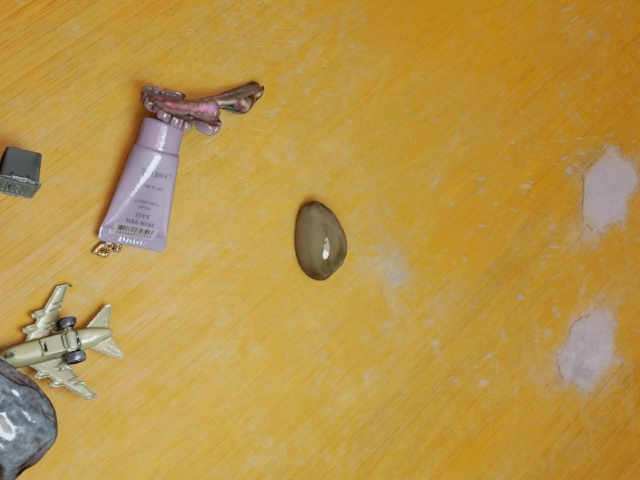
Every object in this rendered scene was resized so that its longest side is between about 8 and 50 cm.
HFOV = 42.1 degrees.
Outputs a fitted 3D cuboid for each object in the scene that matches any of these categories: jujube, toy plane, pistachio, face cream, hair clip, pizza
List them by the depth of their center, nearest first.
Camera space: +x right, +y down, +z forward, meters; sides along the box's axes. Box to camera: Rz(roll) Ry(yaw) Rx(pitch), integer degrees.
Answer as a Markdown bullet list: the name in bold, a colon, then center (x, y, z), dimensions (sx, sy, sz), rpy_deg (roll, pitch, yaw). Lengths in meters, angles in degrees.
- **jujube**: center (-0.637, 0.325, 1.540), dimensions (0.247, 0.215, 0.308), rpy_deg (-29, 121, 15)
- **toy plane**: center (-0.532, 0.212, 1.665), dimensions (0.256, 0.104, 0.241), rpy_deg (-12, 81, -32)
- **pizza**: center (-0.440, 0.014, 1.746), dimensions (0.083, 0.016, 0.037), rpy_deg (-19, 105, -26)
- **face cream**: center (-0.365, -0.119, 1.747), dimensions (0.154, 0.096, 0.273), rpy_deg (12, 96, -38)
- **hair clip**: center (-0.245, -0.288, 1.782), dimensions (0.300, 0.173, 0.069), rpy_deg (-17, 133, -41)
- **pistachio**: center (0.000, 0.000, 1.915), dimensions (0.108, 0.126, 0.185), rpy_deg (-3, 88, -68)

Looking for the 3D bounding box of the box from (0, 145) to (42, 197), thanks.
- **box**: center (-0.588, -0.133, 1.621), dimensions (0.084, 0.122, 0.069), rpy_deg (14, 73, -27)
